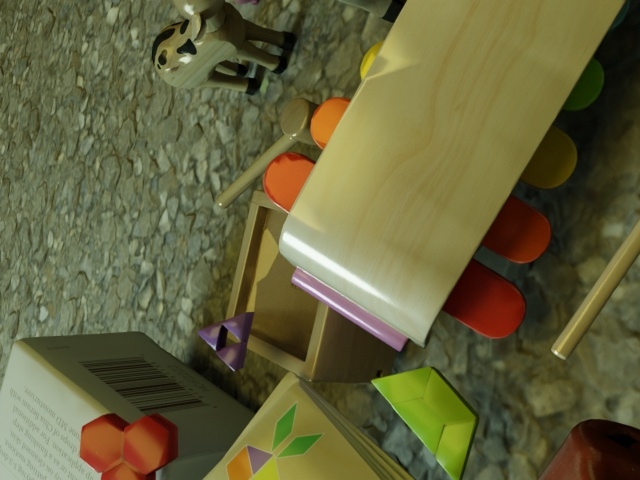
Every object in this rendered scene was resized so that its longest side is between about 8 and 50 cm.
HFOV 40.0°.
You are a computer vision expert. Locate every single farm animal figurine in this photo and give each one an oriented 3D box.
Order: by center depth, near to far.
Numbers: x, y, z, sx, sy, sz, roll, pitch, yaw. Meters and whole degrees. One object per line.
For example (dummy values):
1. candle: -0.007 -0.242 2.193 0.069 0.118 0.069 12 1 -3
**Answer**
1. farm animal figurine: -0.046 -0.279 0.775 0.327 0.172 0.330 30 106 49

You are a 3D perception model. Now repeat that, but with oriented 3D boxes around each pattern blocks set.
1. pattern blocks set: -0.006 0.201 0.616 0.285 0.026 0.325 -39 72 12

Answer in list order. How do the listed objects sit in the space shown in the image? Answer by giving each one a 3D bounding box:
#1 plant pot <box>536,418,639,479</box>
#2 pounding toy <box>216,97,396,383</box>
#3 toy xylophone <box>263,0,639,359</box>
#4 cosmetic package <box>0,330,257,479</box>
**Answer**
1. plant pot: 0.143 0.244 0.389 0.272 0.272 0.265 37 102 48
2. pounding toy: -0.004 -0.007 0.730 0.181 0.094 0.206 18 96 50
3. toy xylophone: 0.111 -0.062 0.562 0.236 0.081 0.323 40 100 12
4. cosmetic package: -0.222 0.339 0.839 0.230 0.161 0.453 28 104 34
